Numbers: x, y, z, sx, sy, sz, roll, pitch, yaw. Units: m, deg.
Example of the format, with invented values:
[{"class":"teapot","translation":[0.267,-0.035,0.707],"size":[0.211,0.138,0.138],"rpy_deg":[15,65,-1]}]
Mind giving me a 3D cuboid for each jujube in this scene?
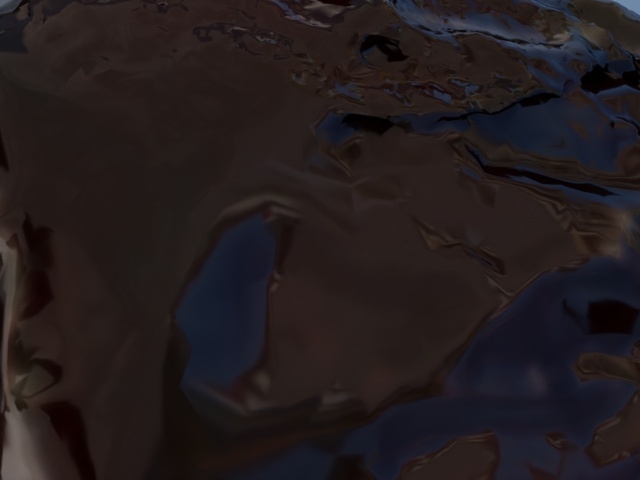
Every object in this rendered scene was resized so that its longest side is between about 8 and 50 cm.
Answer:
[{"class":"jujube","translation":[0.031,0.037,0.551],"size":[0.258,0.376,0.258],"rpy_deg":[-175,-90,-73]}]
